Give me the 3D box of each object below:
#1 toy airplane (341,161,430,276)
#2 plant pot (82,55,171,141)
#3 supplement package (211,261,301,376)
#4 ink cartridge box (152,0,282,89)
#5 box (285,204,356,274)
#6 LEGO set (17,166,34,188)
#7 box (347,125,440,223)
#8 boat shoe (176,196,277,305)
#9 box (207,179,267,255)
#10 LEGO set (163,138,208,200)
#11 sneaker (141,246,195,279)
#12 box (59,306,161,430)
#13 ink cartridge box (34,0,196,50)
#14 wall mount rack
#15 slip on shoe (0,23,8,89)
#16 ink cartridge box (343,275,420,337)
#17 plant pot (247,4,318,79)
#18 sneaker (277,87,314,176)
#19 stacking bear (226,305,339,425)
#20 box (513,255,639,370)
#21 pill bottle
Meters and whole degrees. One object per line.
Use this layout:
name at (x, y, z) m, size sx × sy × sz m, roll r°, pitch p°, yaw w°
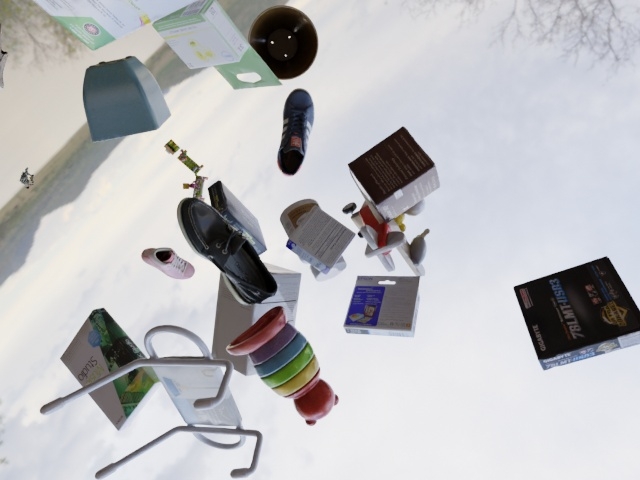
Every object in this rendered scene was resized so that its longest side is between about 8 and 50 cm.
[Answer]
toy airplane at (0.244, -0.072, 1.869) m, size 0.273 × 0.386 × 0.384 m, roll -32°, pitch -113°, yaw 7°
plant pot at (-0.724, -0.532, 1.976) m, size 0.247 × 0.252 × 0.247 m, roll -10°, pitch -154°, yaw 2°
supplement package at (-0.191, 0.222, 1.591) m, size 0.178 × 0.175 × 0.292 m, roll 14°, pitch -82°, yaw 43°
ink cartridge box at (-0.212, -0.385, 1.125) m, size 0.171 × 0.235 × 0.056 m, roll 10°, pitch -117°, yaw 41°
box at (0.000, 0.000, 1.426) m, size 0.126 × 0.137 × 0.072 m, roll -53°, pitch 177°, yaw -22°
LEGO set at (-0.770, -0.159, 1.405) m, size 0.083 × 0.024 × 0.054 m, roll 133°, pitch -43°, yaw -68°
box at (0.221, -0.192, 1.605) m, size 0.203 × 0.168 × 0.167 m, roll -35°, pitch -114°, yaw 5°
boat shoe at (-0.219, 0.026, 1.337) m, size 0.113 × 0.339 × 0.127 m, roll -9°, pitch -151°, yaw 39°
box at (-0.280, -0.072, 1.823) m, size 0.059 × 0.232 × 0.183 m, roll -34°, pitch -140°, yaw 9°
LEGO set at (-0.486, -0.242, 1.991) m, size 0.132 × 0.286 × 0.107 m, roll -14°, pitch -171°, yaw -10°
sneaker at (-0.338, 0.053, 1.237) m, size 0.070 × 0.134 × 0.050 m, roll -10°, pitch -122°, yaw 49°
box at (-0.662, 0.405, 1.704) m, size 0.232 × 0.322 × 0.058 m, roll -52°, pitch 166°, yaw 18°
ink cartridge box at (-0.363, -0.486, 0.943) m, size 0.278 × 0.201 × 0.117 m, roll -17°, pitch -117°, yaw 19°
wall mount rack at (-0.272, 0.307, 0.930) m, size 0.305 × 0.349 × 0.130 m, roll -4°, pitch -143°, yaw 13°
slip on shoe at (-0.647, -0.369, 1.077) m, size 0.041 × 0.135 × 0.051 m, roll -13°, pitch -146°, yaw -26°
ink cartridge box at (0.191, 0.194, 1.623) m, size 0.207 × 0.045 × 0.208 m, roll 0°, pitch -136°, yaw 21°
plant pot at (-0.136, -0.699, 1.923) m, size 0.237 × 0.237 × 0.254 m, roll -41°, pitch -163°, yaw 8°
sneaker at (-0.094, -0.411, 2.102) m, size 0.148 × 0.131 × 0.349 m, roll -98°, pitch -165°, yaw -69°
stacking bear at (-0.072, 0.329, 1.365) m, size 0.175 × 0.289 × 0.164 m, roll -40°, pitch -173°, yaw -26°
box at (0.748, 0.208, 1.574) m, size 0.294 × 0.073 × 0.295 m, roll -21°, pitch -145°, yaw 19°
pill bottle at (-0.018, 0.000, 1.596) m, size 0.131 × 0.131 × 0.229 m, roll -36°, pitch -114°, yaw 17°
